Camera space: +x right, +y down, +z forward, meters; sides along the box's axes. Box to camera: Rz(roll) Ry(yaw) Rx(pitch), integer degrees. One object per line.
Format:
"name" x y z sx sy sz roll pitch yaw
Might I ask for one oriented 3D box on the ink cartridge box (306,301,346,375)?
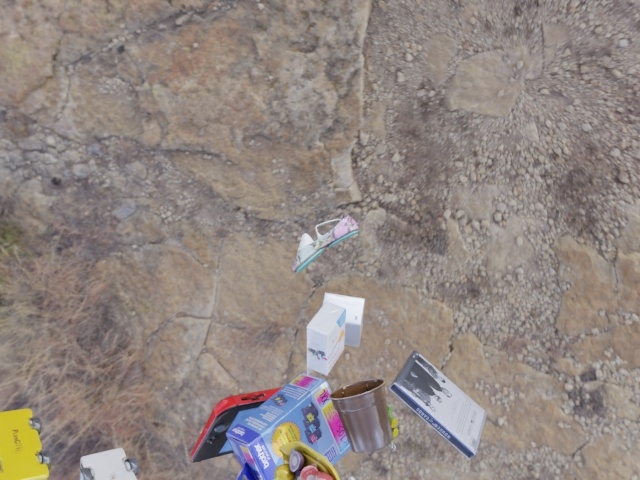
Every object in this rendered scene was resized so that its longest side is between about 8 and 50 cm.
"ink cartridge box" 0.014 0.258 1.369 0.061 0.104 0.181 18 129 21

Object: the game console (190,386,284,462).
"game console" -0.255 0.676 2.006 0.060 0.386 0.342 51 126 39

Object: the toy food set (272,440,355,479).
"toy food set" -0.025 0.480 1.056 0.217 0.071 0.128 12 108 46

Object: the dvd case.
"dvd case" 0.290 0.389 1.324 0.238 0.179 0.030 41 118 10

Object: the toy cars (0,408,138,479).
"toy cars" -0.471 0.439 1.000 0.393 0.176 0.087 20 109 7

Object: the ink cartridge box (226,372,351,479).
"ink cartridge box" -0.112 0.650 1.724 0.151 0.395 0.270 -3 113 54

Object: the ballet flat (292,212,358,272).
"ballet flat" 0.000 0.000 1.475 0.221 0.077 0.079 -34 83 -14

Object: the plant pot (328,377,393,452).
"plant pot" 0.126 0.496 1.544 0.166 0.167 0.165 -18 87 23

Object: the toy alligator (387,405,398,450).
"toy alligator" 0.197 0.576 1.637 0.056 0.051 0.190 22 130 43

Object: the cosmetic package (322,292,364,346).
"cosmetic package" 0.065 0.233 1.580 0.117 0.086 0.231 9 153 6
